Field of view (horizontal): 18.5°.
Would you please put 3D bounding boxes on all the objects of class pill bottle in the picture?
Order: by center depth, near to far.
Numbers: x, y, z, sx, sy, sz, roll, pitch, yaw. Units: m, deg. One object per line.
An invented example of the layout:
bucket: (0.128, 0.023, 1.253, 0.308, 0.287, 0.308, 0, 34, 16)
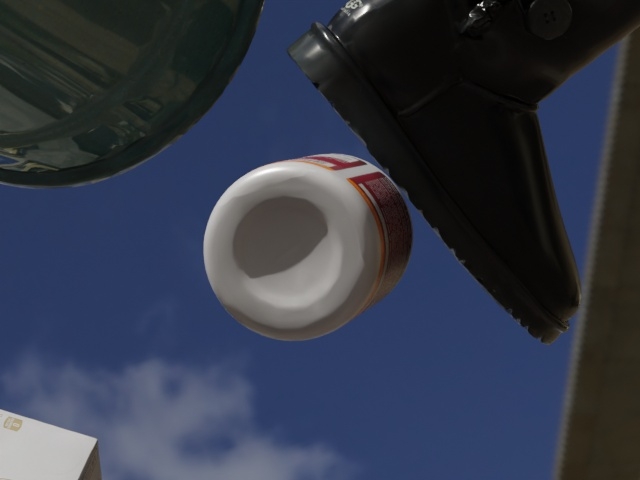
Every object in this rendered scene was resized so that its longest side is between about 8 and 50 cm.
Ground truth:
pill bottle: (0.000, 0.000, 0.988, 0.086, 0.152, 0.086, 1, -85, 12)

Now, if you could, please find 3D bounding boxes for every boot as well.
boot: (0.130, -0.085, 1.096, 0.207, 0.094, 0.246, -39, -69, 5)

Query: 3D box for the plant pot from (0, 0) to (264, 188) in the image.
plant pot: (-0.252, -0.230, 1.358, 0.341, 0.341, 0.334, -38, -18, 10)

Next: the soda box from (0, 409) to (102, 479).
soda box: (-0.198, 0.206, 1.127, 0.074, 0.216, 0.069, 16, -35, 9)
